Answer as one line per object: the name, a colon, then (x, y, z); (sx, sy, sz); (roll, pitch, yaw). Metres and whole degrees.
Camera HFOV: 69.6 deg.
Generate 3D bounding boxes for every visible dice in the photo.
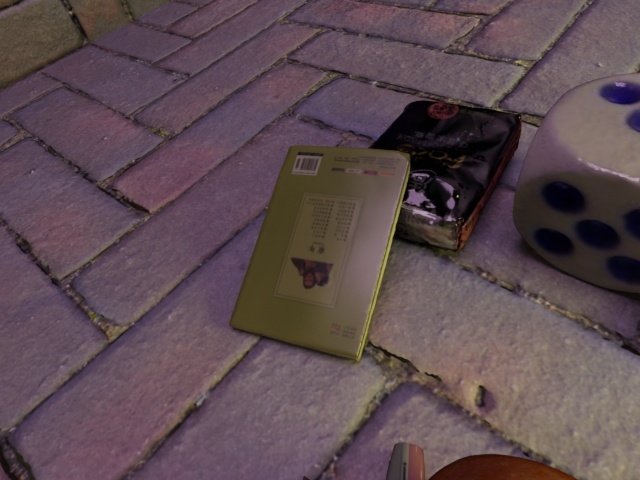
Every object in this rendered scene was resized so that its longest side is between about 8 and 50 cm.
dice: (0.460, -0.086, 0.688); (0.251, 0.243, 0.259); (27, 62, 32)

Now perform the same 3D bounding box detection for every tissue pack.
tissue pack: (0.219, -0.144, 0.877); (0.245, 0.123, 0.332); (18, 54, 31)

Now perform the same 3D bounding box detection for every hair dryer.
hair dryer: (0.049, 0.301, 0.557); (0.154, 0.054, 0.106); (-4, 42, 16)

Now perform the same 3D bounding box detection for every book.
book: (0.000, 0.000, 0.773); (0.239, 0.035, 0.352); (9, 73, 24)

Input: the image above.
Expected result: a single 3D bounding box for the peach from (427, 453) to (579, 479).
peach: (0.158, 0.320, 0.387); (0.253, 0.252, 0.252); (-7, 47, 7)
